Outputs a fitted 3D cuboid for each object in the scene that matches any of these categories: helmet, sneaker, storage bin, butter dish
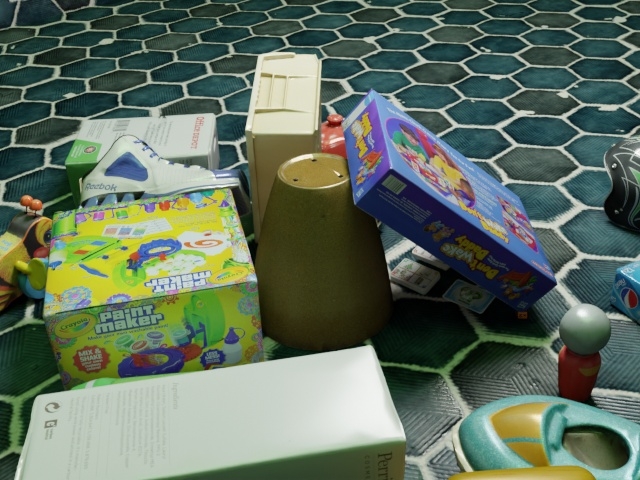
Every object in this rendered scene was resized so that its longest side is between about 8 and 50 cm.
[{"bbox_3d":[0.611,-0.113,1.441,0.169,0.162,0.169,-2,32,1],"label":"helmet"},{"bbox_3d":[-0.291,-0.111,1.369,0.315,0.127,0.182,-10,60,-1],"label":"sneaker"},{"bbox_3d":[-0.060,-0.178,1.456,0.123,0.262,0.260,0,44,2],"label":"storage bin"},{"bbox_3d":[0.033,-0.217,1.686,0.160,0.118,0.160,-13,35,-17],"label":"butter dish"}]

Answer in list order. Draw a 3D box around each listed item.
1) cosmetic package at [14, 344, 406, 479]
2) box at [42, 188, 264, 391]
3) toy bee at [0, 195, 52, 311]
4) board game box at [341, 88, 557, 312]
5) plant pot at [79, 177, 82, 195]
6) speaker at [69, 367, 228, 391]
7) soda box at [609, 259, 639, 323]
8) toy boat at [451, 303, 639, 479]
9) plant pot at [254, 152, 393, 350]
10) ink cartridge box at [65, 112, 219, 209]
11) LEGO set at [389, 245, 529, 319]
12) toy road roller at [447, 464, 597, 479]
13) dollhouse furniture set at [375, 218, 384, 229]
[{"bbox_3d":[-0.107,0.266,0.855,0.384,0.217,0.156,-8,33,-5],"label":"cosmetic package"},{"bbox_3d":[-0.254,0.076,1.192,0.289,0.177,0.279,-8,33,-10],"label":"box"},{"bbox_3d":[-0.517,0.011,1.329,0.195,0.162,0.298,5,33,15],"label":"toy bee"},{"bbox_3d":[0.197,-0.062,1.205,0.347,0.078,0.233,31,30,-25],"label":"board game box"},{"bbox_3d":[-0.398,-0.064,1.496,0.109,0.096,0.109,-12,34,-13],"label":"plant pot"},{"bbox_3d":[-0.168,0.229,0.996,0.296,0.131,0.131,-5,33,-4],"label":"speaker"},{"bbox_3d":[0.576,0.060,1.256,0.210,0.071,0.067,-17,35,-22],"label":"soda box"},{"bbox_3d":[0.308,0.218,0.958,0.267,0.148,0.318,10,35,19],"label":"toy boat"},{"bbox_3d":[0.000,0.000,1.224,0.237,0.255,0.237,-1,32,1],"label":"plant pot"},{"bbox_3d":[-0.363,-0.169,1.633,0.288,0.122,0.211,-3,32,-1],"label":"ink cartridge box"},{"bbox_3d":[0.269,0.061,1.325,0.244,0.060,0.182,23,52,36],"label":"LEGO set"},{"bbox_3d":[0.182,0.350,0.674,0.202,0.241,0.330,-4,33,-2],"label":"toy road roller"},{"bbox_3d":[0.151,-0.076,1.446,0.183,0.129,0.129,12,35,22],"label":"dollhouse furniture set"}]
